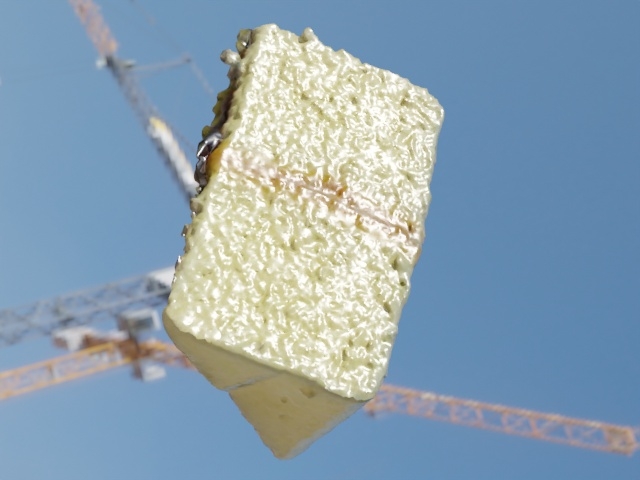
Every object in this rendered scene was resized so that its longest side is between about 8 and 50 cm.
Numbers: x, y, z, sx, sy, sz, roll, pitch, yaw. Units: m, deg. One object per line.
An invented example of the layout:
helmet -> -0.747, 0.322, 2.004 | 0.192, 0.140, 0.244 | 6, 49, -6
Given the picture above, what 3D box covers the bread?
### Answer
bread -> 0.000, 0.000, 0.877 | 0.141, 0.266, 0.178 | 3, -36, 19
